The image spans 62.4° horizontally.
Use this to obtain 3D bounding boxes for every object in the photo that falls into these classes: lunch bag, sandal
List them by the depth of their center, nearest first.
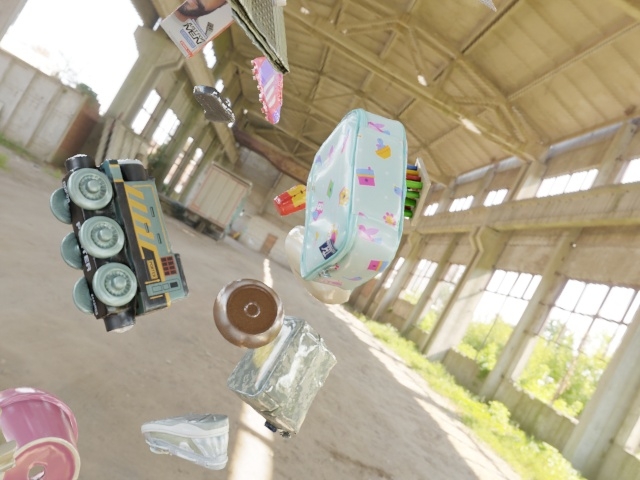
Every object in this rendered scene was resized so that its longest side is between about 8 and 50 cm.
[{"bbox_3d":[0.044,-0.059,0.892,0.108,0.279,0.224,16,-25,-21],"label":"lunch bag"},{"bbox_3d":[-0.315,-0.418,1.612,0.097,0.054,0.254,7,-9,0],"label":"sandal"},{"bbox_3d":[-0.102,0.423,1.646,0.212,0.305,0.256,-7,-47,52],"label":"lunch bag"}]

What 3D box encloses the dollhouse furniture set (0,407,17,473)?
[{"bbox_3d":[-0.364,0.312,0.452,0.242,0.161,0.212,-17,64,-48],"label":"dollhouse furniture set"}]

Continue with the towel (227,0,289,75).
[{"bbox_3d":[-0.159,-0.573,1.173,0.056,0.324,0.312,-12,-18,15],"label":"towel"}]

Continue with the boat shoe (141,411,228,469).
[{"bbox_3d":[-0.303,0.442,1.170,0.118,0.103,0.320,3,-16,-43],"label":"boat shoe"}]

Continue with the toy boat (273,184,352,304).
[{"bbox_3d":[0.000,0.000,1.264,0.267,0.148,0.318,42,-27,55],"label":"toy boat"}]

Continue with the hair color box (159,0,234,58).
[{"bbox_3d":[-0.261,-0.495,1.175,0.093,0.167,0.053,51,14,-18],"label":"hair color box"}]

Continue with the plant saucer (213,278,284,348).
[{"bbox_3d":[-0.188,0.191,1.427,0.198,0.199,0.036,30,-31,-8],"label":"plant saucer"}]

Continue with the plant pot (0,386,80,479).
[{"bbox_3d":[-0.526,0.385,0.946,0.180,0.201,0.201,8,-17,48],"label":"plant pot"}]

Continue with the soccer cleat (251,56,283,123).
[{"bbox_3d":[-0.150,-0.472,1.637,0.083,0.095,0.248,91,-16,-64],"label":"soccer cleat"}]

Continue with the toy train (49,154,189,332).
[{"bbox_3d":[-0.372,0.000,0.990,0.142,0.334,0.190,-22,-8,43],"label":"toy train"}]

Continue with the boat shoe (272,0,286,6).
[{"bbox_3d":[-0.074,-0.511,1.085,0.035,0.100,0.035,4,-42,6],"label":"boat shoe"}]

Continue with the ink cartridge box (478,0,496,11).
[{"bbox_3d":[0.204,-0.477,0.797,0.224,0.056,0.181,42,16,-41],"label":"ink cartridge box"}]

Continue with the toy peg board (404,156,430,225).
[{"bbox_3d":[0.270,-0.159,1.655,0.079,0.161,0.161,8,37,-8],"label":"toy peg board"}]
